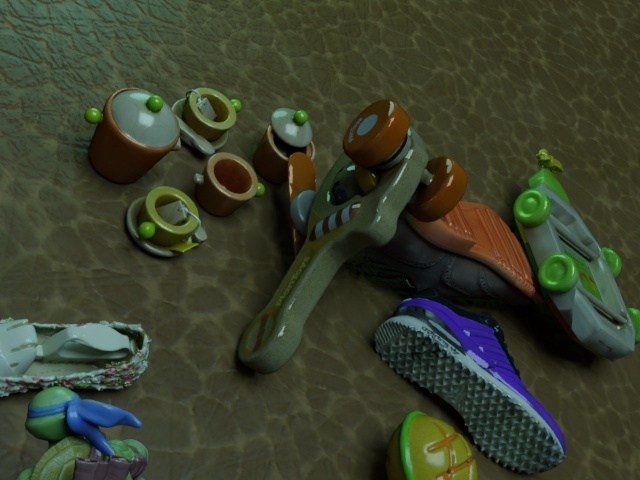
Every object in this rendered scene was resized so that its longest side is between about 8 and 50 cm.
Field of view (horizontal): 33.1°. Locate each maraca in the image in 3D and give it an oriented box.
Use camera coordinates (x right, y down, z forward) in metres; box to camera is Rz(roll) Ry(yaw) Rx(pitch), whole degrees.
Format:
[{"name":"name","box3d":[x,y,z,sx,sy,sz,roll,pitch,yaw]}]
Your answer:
[{"name":"maraca","box3d":[0.140,0.282,1.263,0.185,0.099,0.127,56,33,-25]}]

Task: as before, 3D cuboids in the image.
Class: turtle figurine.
[{"name":"turtle figurine","box3d":[-0.235,0.268,0.974,0.198,0.275,0.266,-13,86,-67]}]

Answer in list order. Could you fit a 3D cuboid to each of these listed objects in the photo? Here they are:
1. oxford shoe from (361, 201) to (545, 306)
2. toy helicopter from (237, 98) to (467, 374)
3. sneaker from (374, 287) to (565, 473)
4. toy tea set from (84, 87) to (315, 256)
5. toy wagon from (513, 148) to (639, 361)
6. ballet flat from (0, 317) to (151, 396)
[{"name":"oxford shoe","box3d":[0.187,0.023,1.498,0.364,0.133,0.130,30,33,-43]},{"name":"toy helicopter","box3d":[0.000,0.000,1.297,0.140,0.235,0.355,40,72,-27]},{"name":"sneaker","box3d":[0.218,0.168,1.406,0.293,0.102,0.146,43,41,-2]},{"name":"toy tea set","box3d":[-0.134,-0.125,1.348,0.200,0.124,0.336,50,42,7]},{"name":"toy wagon","box3d":[0.380,0.015,1.634,0.267,0.068,0.344,31,35,-45]},{"name":"ballet flat","box3d":[-0.279,0.108,1.084,0.241,0.077,0.091,0,59,-37]}]
